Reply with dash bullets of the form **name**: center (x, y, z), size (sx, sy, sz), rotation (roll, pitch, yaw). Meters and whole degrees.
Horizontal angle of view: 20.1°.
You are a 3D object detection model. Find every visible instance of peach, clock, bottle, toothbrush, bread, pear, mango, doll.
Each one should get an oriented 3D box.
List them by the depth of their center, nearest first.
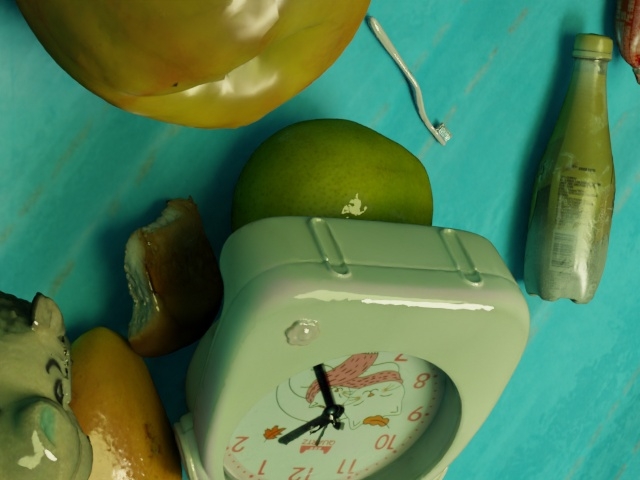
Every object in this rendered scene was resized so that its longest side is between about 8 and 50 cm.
- **doll**: center (-0.277, 0.204, 1.358), size (0.247, 0.247, 0.349), rotation (1, 97, -39)
- **peach**: center (-0.097, -0.252, 1.361), size (0.289, 0.289, 0.308), rotation (-12, 71, -36)
- **mango**: center (-0.180, 0.180, 1.509), size (0.141, 0.102, 0.217), rotation (-1, 93, -21)
- **clock**: center (0.005, 0.129, 1.518), size (0.265, 0.108, 0.324), rotation (5, 130, -28)
- **bread**: center (-0.121, 0.034, 1.526), size (0.129, 0.044, 0.126), rotation (-37, 123, -56)
- **pear**: center (0.000, 0.000, 1.567), size (0.180, 0.166, 0.216), rotation (37, 79, -51)
- **toothbrush**: center (0.082, -0.148, 1.688), size (0.017, 0.014, 0.162), rotation (-41, 125, -5)
- **bottle**: center (0.257, -0.073, 1.807), size (0.083, 0.083, 0.269), rotation (4, 96, -39)

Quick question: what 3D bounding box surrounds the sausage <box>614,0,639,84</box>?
- **sausage**: center (0.339, -0.292, 1.815), size (0.074, 0.074, 0.274), rotation (-2, 105, -38)
